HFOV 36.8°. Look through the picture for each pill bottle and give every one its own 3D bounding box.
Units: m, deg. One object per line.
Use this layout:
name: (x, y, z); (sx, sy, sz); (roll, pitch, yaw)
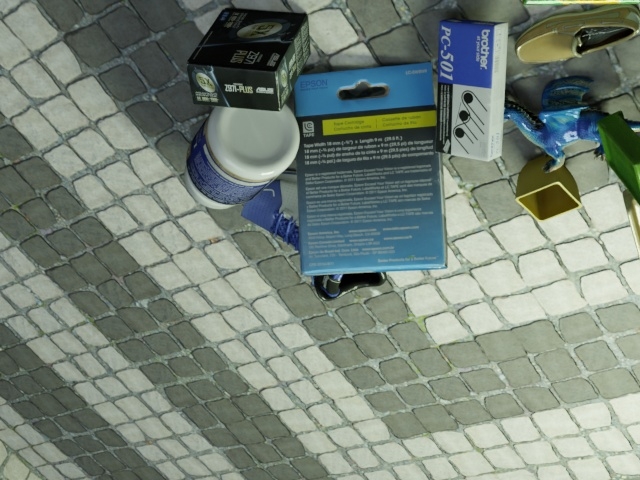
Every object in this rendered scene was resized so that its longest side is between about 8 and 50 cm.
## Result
pill bottle: (-0.145, -0.145, 1.641); (0.153, 0.153, 0.265); (33, 158, -10)

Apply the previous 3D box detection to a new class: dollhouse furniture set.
dollhouse furniture set: (0.564, -0.071, 1.443); (0.198, 0.151, 0.301); (-24, 123, 6)

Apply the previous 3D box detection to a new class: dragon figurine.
dragon figurine: (0.388, -0.196, 1.489); (0.289, 0.085, 0.144); (-12, 126, 31)

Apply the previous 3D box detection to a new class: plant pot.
plant pot: (0.374, -0.094, 1.584); (0.081, 0.083, 0.081); (-23, 136, 35)

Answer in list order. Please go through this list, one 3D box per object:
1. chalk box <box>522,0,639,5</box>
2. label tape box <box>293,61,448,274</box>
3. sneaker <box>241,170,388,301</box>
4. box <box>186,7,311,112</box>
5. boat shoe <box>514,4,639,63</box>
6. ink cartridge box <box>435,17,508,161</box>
chalk box: (0.369, -0.397, 1.262); (0.213, 0.132, 0.132); (1, 133, 0)
label tape box: (0.085, -0.113, 1.606); (0.241, 0.106, 0.333); (-3, 86, 12)
sneaker: (0.001, 0.001, 1.747); (0.316, 0.182, 0.127); (21, 133, 1)
box: (-0.110, -0.289, 1.523); (0.147, 0.180, 0.077); (8, 133, 14)
boat shoe: (0.372, -0.297, 1.411); (0.190, 0.072, 0.068); (-16, 124, 32)
ink cartridge box: (0.231, -0.232, 1.476); (0.097, 0.046, 0.207); (14, 115, 36)
